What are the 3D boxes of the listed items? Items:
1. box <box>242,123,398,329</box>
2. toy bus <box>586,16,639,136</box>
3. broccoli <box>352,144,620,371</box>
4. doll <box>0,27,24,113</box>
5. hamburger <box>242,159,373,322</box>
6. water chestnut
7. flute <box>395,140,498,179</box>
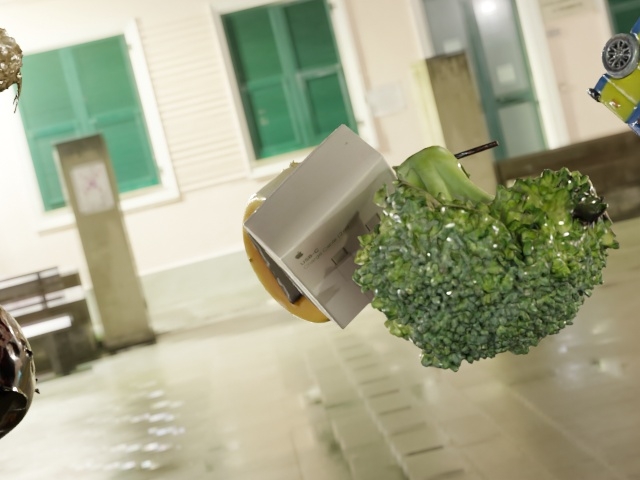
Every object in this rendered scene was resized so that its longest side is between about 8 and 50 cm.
[{"bbox_3d":[0.031,-0.015,1.752,0.203,0.106,0.251,-44,-36,-5],"label":"box"},{"bbox_3d":[0.457,-0.236,1.378,0.138,0.287,0.175,5,36,-40],"label":"toy bus"},{"bbox_3d":[0.215,0.021,1.585,0.339,0.277,0.317,8,38,1],"label":"broccoli"},{"bbox_3d":[-0.421,-0.178,1.286,0.221,0.114,0.105,-16,-6,-34],"label":"doll"},{"bbox_3d":[0.000,0.000,2.056,0.179,0.276,0.294,-32,-6,-28],"label":"hamburger"},{"bbox_3d":[-0.616,0.187,1.935,0.335,0.346,0.335,-13,-38,-11],"label":"water chestnut"},{"bbox_3d":[0.209,-0.141,2.288,0.270,0.014,0.014,-18,2,23],"label":"flute"}]
